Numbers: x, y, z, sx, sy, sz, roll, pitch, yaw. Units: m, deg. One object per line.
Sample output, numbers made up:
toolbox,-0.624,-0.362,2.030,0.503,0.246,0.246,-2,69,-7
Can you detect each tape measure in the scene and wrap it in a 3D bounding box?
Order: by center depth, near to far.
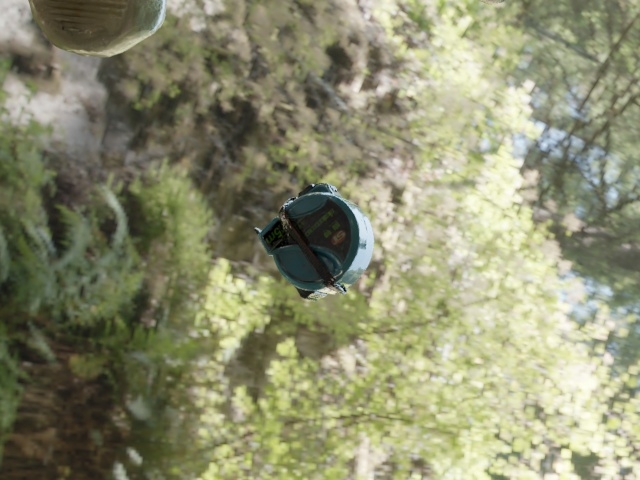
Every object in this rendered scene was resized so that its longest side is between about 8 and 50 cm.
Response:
tape measure,0.000,0.000,1.457,0.125,0.081,0.146,-41,-113,15

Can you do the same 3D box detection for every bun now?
bun,-0.321,-0.371,1.703,0.231,0.133,0.231,-1,-92,16

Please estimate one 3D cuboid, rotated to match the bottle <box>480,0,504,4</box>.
bottle,0.162,-0.398,1.589,0.096,0.254,0.079,37,-71,60
